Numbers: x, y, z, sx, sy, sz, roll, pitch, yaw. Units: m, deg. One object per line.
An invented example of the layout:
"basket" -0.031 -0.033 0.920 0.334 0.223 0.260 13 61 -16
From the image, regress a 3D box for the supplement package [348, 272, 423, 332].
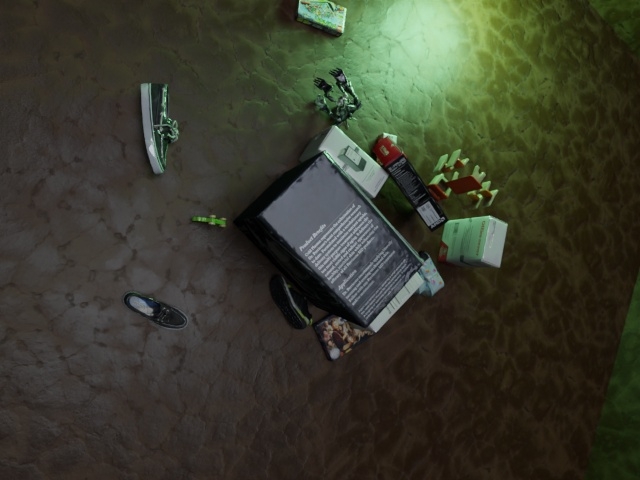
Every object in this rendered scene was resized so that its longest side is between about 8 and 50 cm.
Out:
"supplement package" 0.219 0.192 1.761 0.293 0.177 0.175 -41 101 -22

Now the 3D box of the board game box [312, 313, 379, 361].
"board game box" 0.105 0.352 1.818 0.243 0.042 0.165 -28 99 -24

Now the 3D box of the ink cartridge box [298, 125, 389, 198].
"ink cartridge box" 0.084 -0.286 1.749 0.289 0.211 0.121 38 74 -18

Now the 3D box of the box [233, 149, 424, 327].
"box" 0.000 0.000 1.522 0.297 0.480 0.472 -45 103 -14

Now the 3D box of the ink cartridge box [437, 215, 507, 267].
"ink cartridge box" 0.660 0.011 1.976 0.114 0.273 0.197 18 80 -24

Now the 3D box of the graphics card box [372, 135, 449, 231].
"graphics card box" 0.364 -0.230 1.838 0.094 0.233 0.371 -37 117 12

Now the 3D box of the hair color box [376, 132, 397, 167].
"hair color box" 0.284 -0.382 1.941 0.072 0.043 0.141 8 85 -25

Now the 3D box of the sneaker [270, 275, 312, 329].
"sneaker" -0.106 0.229 1.719 0.097 0.084 0.235 -38 105 -48

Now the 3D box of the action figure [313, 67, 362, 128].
"action figure" 0.071 -0.563 1.783 0.164 0.276 0.141 -37 65 2

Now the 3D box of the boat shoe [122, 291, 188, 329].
"boat shoe" -0.540 0.234 1.495 0.228 0.076 0.080 35 74 -20

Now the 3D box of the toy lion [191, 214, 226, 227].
"toy lion" -0.395 -0.068 1.582 0.100 0.096 0.034 15 78 -65

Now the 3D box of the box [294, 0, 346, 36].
"box" 0.001 -0.920 1.836 0.207 0.036 0.114 9 84 -25

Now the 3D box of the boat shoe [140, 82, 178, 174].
"boat shoe" -0.530 -0.375 1.511 0.105 0.113 0.306 -6 81 -12

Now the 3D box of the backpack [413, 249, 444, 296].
"backpack" 0.422 0.154 1.913 0.144 0.166 0.188 -43 101 -19

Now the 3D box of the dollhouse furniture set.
"dollhouse furniture set" 0.582 -0.230 1.958 0.262 0.259 0.135 40 69 -18
